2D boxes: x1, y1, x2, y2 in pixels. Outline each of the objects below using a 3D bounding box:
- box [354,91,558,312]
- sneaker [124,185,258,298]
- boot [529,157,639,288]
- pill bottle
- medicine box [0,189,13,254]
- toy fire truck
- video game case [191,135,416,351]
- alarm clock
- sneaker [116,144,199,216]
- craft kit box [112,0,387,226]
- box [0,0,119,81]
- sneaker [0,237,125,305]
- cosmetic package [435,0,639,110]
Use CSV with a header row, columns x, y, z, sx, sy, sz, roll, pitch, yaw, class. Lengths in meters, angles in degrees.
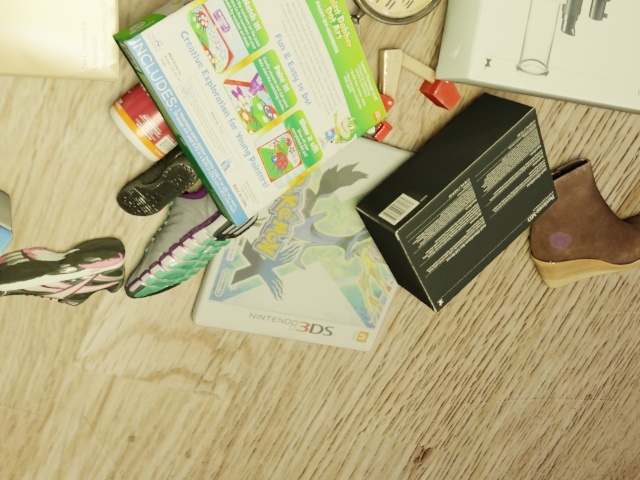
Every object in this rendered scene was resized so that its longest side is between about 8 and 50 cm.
x,y,z,sx,sy,sz,roll,pitch,yaw,class
0.202,-0.054,0.934,0.261,0.103,0.184,-41,129,-10,box
-0.188,-0.011,0.881,0.224,0.098,0.083,-36,164,15,sneaker
0.460,-0.043,1.076,0.249,0.090,0.206,-23,120,-5,boot
-0.173,-0.174,0.792,0.152,0.086,0.086,-40,120,-1,pill bottle
-0.529,0.017,0.690,0.263,0.149,0.289,36,94,-35,medicine box
0.086,-0.213,0.891,0.192,0.047,0.135,37,96,-28,toy fire truck
0.000,0.000,0.960,0.300,0.036,0.328,13,107,-25,video game case
0.082,-0.329,0.828,0.129,0.064,0.192,38,101,-23,alarm clock
-0.184,-0.092,0.837,0.170,0.089,0.051,-22,120,33,sneaker
-0.064,-0.184,0.750,0.247,0.061,0.249,-36,126,-13,craft kit box
-0.371,-0.249,0.667,0.311,0.121,0.147,-3,114,-19,box
-0.340,0.056,0.845,0.178,0.072,0.077,-8,125,-11,sneaker
0.361,-0.334,0.888,0.378,0.097,0.284,3,104,-21,cosmetic package
